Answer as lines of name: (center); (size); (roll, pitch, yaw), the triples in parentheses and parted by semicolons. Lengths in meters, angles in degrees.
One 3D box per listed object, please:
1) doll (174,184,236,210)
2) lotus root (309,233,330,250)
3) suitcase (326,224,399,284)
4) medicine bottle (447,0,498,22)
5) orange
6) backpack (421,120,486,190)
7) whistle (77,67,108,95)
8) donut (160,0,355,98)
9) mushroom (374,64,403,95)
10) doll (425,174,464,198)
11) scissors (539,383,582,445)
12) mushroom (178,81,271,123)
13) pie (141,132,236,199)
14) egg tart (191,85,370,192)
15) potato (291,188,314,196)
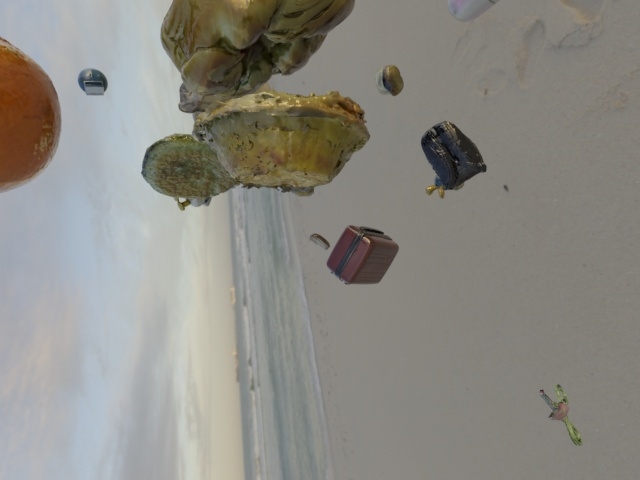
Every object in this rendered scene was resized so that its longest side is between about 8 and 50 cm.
doll: (-0.417, -0.208, 1.534); (0.119, 0.293, 0.138); (3, 122, 42)
lotus root: (0.001, -0.001, 1.517); (0.030, 0.083, 0.037); (-56, 3, -38)
suitcase: (0.181, 0.063, 1.715); (0.161, 0.297, 0.236); (38, 105, 32)
medicine bottle: (0.529, -0.790, 1.202); (0.341, 0.130, 0.130); (-26, 65, 48)
orange: (-0.751, -0.284, 0.825); (0.326, 0.424, 0.424); (-59, 19, 8)
backpack: (0.335, -0.222, 1.046); (0.165, 0.120, 0.106); (62, -157, 0)
whistle: (-0.701, -0.493, 1.262); (0.158, 0.091, 0.090); (4, 98, 63)
donut: (-0.113, -0.407, 0.775); (0.169, 0.361, 0.360); (60, 169, -6)
mushroom: (0.246, -0.597, 1.534); (0.333, 0.088, 0.107); (-81, -27, -69)
doll: (0.395, -0.183, 1.246); (0.102, 0.179, 0.088); (25, 149, 47)
scissors: (0.530, 0.376, 0.907); (0.020, 0.187, 0.133); (-29, 48, 33)
mushroom: (-0.327, -0.460, 1.404); (0.336, 0.315, 0.314); (-17, -74, -68)
pie: (-0.399, -0.220, 1.279); (0.323, 0.324, 0.070); (113, 150, -64)
egg tart: (-0.044, -0.110, 0.492); (0.212, 0.213, 0.090); (157, 113, -77)
potato: (-0.098, -0.220, 1.509); (0.164, 0.081, 0.200); (70, 167, -19)
